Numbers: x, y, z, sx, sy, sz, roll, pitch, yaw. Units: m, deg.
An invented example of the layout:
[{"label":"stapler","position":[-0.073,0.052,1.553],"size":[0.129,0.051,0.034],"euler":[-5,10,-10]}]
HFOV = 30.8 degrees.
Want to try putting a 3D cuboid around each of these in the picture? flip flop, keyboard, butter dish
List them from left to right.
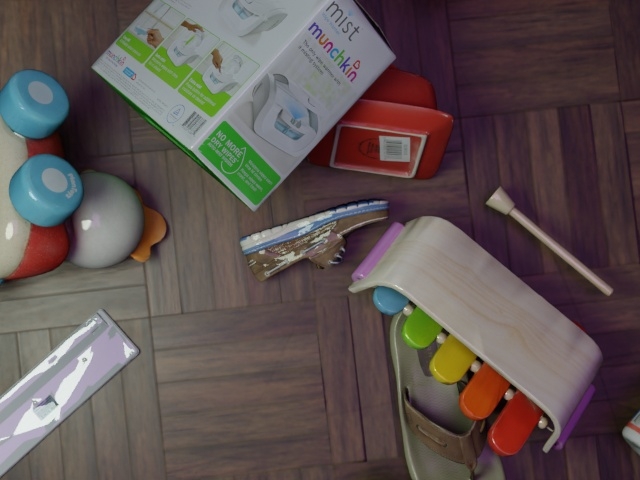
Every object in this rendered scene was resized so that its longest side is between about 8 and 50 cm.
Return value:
[{"label":"keyboard","position":[-0.334,0.192,1.387],"size":[0.256,0.014,0.072],"euler":[-42,94,-2]},{"label":"butter dish","position":[0.071,-0.153,1.357],"size":[0.160,0.160,0.118],"euler":[8,64,-1]},{"label":"flip flop","position":[0.148,0.201,1.361],"size":[0.112,0.080,0.277],"euler":[-11,85,-6]}]

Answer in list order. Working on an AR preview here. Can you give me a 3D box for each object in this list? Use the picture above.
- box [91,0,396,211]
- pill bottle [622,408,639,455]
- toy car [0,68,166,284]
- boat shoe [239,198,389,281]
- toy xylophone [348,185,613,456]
[{"label":"box","position":[-0.092,-0.199,1.278],"size":[0.231,0.262,0.127],"euler":[-48,132,-4]},{"label":"pill bottle","position":[0.467,0.183,1.350],"size":[0.124,0.124,0.221],"euler":[43,88,1]},{"label":"toy car","position":[-0.288,-0.047,1.336],"size":[0.238,0.219,0.210],"euler":[9,55,-40]},{"label":"boat shoe","position":[0.000,0.000,1.380],"size":[0.183,0.066,0.066],"euler":[-17,93,8]},{"label":"toy xylophone","position":[0.207,0.083,1.349],"size":[0.322,0.081,0.236],"euler":[47,59,4]}]
